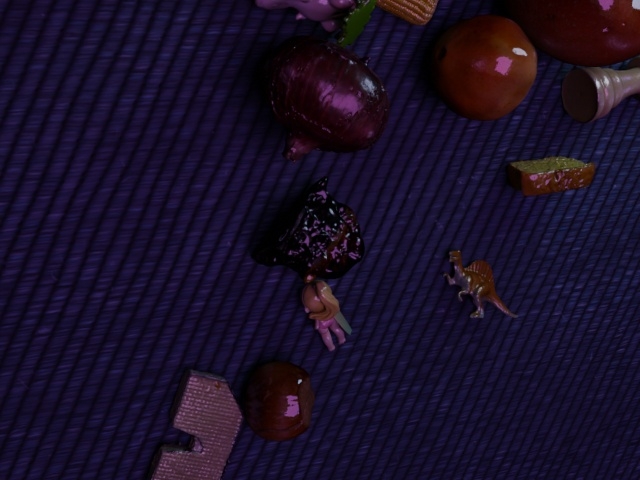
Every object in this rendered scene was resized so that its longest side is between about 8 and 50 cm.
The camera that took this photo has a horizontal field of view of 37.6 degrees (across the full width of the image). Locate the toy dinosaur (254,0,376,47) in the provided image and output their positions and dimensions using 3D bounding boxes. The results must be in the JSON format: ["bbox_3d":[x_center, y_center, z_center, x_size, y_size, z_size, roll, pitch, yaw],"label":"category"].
[{"bbox_3d":[-0.004,-0.427,1.676,0.177,0.152,0.194,42,71,9],"label":"toy dinosaur"}]

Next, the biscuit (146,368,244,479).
[{"bbox_3d":[-0.235,0.375,1.817,0.147,0.046,0.250,16,98,-28],"label":"biscuit"}]

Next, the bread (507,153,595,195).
[{"bbox_3d":[0.488,-0.139,1.998,0.187,0.103,0.066,-13,110,-25],"label":"bread"}]

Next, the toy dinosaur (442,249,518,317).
[{"bbox_3d":[0.343,0.098,2.035,0.212,0.057,0.143,7,82,-40],"label":"toy dinosaur"}]

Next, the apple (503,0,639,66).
[{"bbox_3d":[0.524,-0.510,1.806,0.348,0.277,0.349,-8,109,-24],"label":"apple"}]

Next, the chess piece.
[{"bbox_3d":[0.714,-0.353,2.047,0.396,0.117,0.117,-16,112,-23],"label":"chess piece"}]

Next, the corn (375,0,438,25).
[{"bbox_3d":[0.143,-0.463,1.753,0.165,0.063,0.085,15,122,-27],"label":"corn"}]

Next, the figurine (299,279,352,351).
[{"bbox_3d":[0.013,0.148,1.865,0.083,0.083,0.187,-30,126,-16],"label":"figurine"}]

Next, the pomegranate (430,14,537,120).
[{"bbox_3d":[0.310,-0.328,1.795,0.209,0.209,0.209,-8,108,-25],"label":"pomegranate"}]

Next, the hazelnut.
[{"bbox_3d":[-0.083,0.313,1.834,0.143,0.143,0.154,-8,101,-24],"label":"hazelnut"}]

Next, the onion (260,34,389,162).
[{"bbox_3d":[-0.006,-0.236,1.635,0.252,0.252,0.219,36,89,-30],"label":"onion"}]

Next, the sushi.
[{"bbox_3d":[0.000,0.000,1.766,0.150,0.153,0.172,41,64,-10],"label":"sushi"}]
